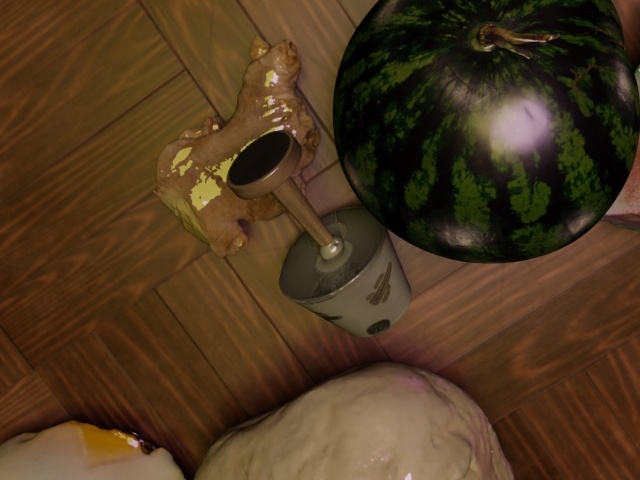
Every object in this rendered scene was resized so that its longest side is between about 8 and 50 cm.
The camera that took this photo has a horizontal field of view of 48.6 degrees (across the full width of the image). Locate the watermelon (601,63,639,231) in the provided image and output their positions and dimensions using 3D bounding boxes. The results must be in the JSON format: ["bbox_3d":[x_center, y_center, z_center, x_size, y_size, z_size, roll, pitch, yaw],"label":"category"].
[{"bbox_3d":[0.448,-0.119,0.626,0.292,0.319,0.222,3,80,-39],"label":"watermelon"}]

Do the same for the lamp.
[{"bbox_3d":[0.000,0.000,0.670,0.121,0.121,0.214,-36,125,7],"label":"lamp"}]

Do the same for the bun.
[{"bbox_3d":[0.041,0.296,0.692,0.362,0.213,0.360,0,98,-1],"label":"bun"}]

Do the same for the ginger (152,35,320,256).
[{"bbox_3d":[-0.068,-0.088,0.709,0.137,0.074,0.213,39,93,-14],"label":"ginger"}]

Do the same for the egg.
[{"bbox_3d":[-0.270,0.338,0.730,0.287,0.174,0.264,-18,102,1],"label":"egg"}]

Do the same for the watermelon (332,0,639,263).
[{"bbox_3d":[0.135,-0.112,0.605,0.269,0.269,0.268,0,99,2],"label":"watermelon"}]
